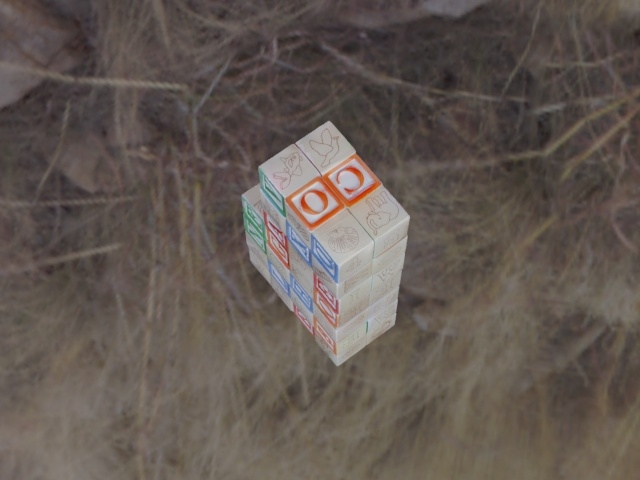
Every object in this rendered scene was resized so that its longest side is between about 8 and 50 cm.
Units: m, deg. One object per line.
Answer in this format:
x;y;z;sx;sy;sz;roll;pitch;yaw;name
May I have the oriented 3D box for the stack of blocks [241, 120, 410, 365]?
0.000;0.000;1.135;0.171;0.087;0.297;50;165;19;stack of blocks
